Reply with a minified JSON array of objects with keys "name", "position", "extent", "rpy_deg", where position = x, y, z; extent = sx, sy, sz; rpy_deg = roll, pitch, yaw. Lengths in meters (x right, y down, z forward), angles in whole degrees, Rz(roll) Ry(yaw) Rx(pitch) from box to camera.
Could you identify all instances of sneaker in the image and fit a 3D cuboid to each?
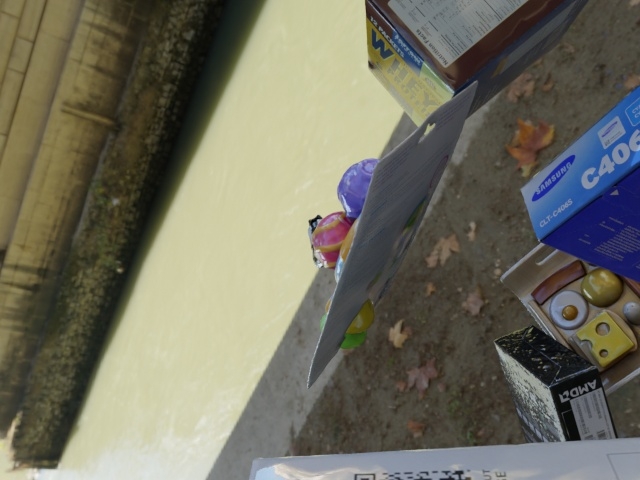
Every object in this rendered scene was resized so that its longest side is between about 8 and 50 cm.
[{"name":"sneaker","position":[0.000,0.000,0.764],"extent":[0.040,0.043,0.109],"rpy_deg":[-30,18,4]}]

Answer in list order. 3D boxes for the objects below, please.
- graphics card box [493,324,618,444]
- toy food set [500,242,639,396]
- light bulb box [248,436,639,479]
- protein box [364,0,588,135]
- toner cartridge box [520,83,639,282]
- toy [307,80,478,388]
[{"name":"graphics card box","position":[0.441,0.358,1.092],"extent":[0.233,0.094,0.370],"rpy_deg":[-123,12,-79]},{"name":"toy food set","position":[0.492,0.111,1.105],"extent":[0.220,0.092,0.306],"rpy_deg":[-44,44,18]},{"name":"light bulb box","position":[0.138,0.267,0.199],"extent":[0.358,0.361,0.225],"rpy_deg":[-77,-21,-64]},{"name":"protein box","position":[0.170,-0.242,0.681],"extent":[0.201,0.136,0.200],"rpy_deg":[-39,-8,1]},{"name":"toner cartridge box","position":[0.393,-0.020,0.616],"extent":[0.165,0.348,0.075],"rpy_deg":[-49,32,40]},{"name":"toy","position":[0.032,-0.004,0.464],"extent":[0.056,0.137,0.237],"rpy_deg":[30,137,19]}]
